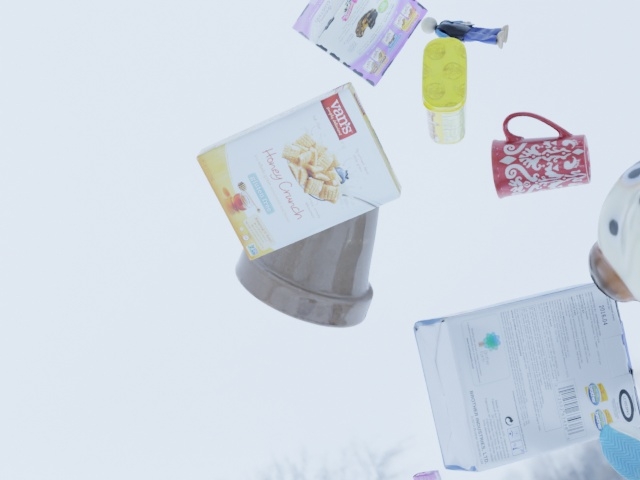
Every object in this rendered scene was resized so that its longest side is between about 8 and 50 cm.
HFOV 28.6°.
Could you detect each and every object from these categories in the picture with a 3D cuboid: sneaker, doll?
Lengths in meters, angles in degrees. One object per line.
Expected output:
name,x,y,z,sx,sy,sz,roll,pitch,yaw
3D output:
sneaker,0.549,0.342,2.002,0.087,0.229,0.092,-58,9,44
doll,0.309,-0.453,2.720,0.129,0.189,0.046,-54,-31,-54

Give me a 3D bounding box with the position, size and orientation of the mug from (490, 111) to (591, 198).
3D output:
mug,0.404,-0.155,2.309,0.169,0.113,0.150,-5,-53,18

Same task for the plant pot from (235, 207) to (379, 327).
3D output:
plant pot,0.000,0.000,2.295,0.263,0.263,0.229,-4,-58,-50

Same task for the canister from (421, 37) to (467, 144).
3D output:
canister,0.210,-0.245,2.099,0.073,0.126,0.170,0,-18,8

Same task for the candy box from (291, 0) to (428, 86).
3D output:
candy box,0.069,-0.377,2.139,0.165,0.070,0.196,-54,-37,7

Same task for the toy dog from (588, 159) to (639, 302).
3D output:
toy dog,0.548,0.034,1.579,0.284,0.408,0.395,-60,-11,12

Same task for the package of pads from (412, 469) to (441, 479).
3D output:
package of pads,0.210,0.477,2.374,0.050,0.083,0.032,-15,6,39

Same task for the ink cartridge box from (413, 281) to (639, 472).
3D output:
ink cartridge box,0.389,0.228,2.188,0.395,0.270,0.151,-11,-1,-18

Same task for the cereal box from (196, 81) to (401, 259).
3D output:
cereal box,-0.029,-0.094,1.750,0.240,0.173,0.047,-24,15,15
